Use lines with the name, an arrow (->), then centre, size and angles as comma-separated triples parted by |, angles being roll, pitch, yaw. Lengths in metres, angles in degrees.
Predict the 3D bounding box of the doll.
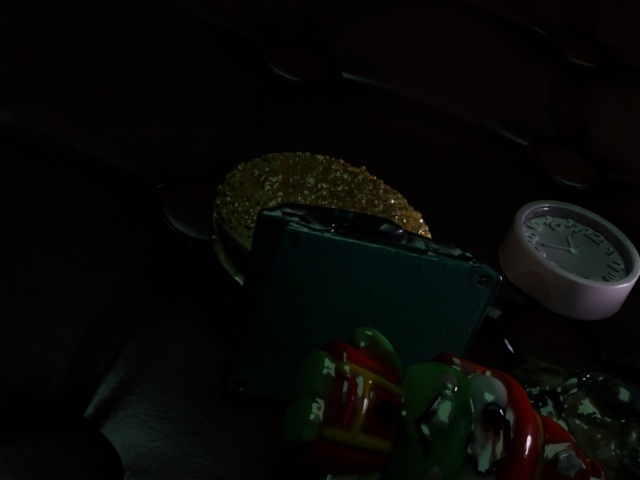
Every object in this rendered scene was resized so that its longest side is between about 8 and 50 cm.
doll -> 0.139, 0.215, 1.135 | 0.363, 0.160, 0.183 | 16, 67, -9

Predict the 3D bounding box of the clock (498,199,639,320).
clock -> 0.364, 0.026, 1.563 | 0.196, 0.068, 0.197 | 13, 36, -9

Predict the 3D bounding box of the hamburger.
hamburger -> 0.000, 0.000, 1.341 | 0.301, 0.170, 0.302 | 14, 36, -10

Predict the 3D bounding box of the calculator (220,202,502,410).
calculator -> 0.037, 0.088, 1.185 | 0.274, 0.248, 0.058 | 10, 30, -12

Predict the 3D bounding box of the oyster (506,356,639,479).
oyster -> 0.376, 0.253, 1.263 | 0.221, 0.096, 0.361 | -21, 50, -33
